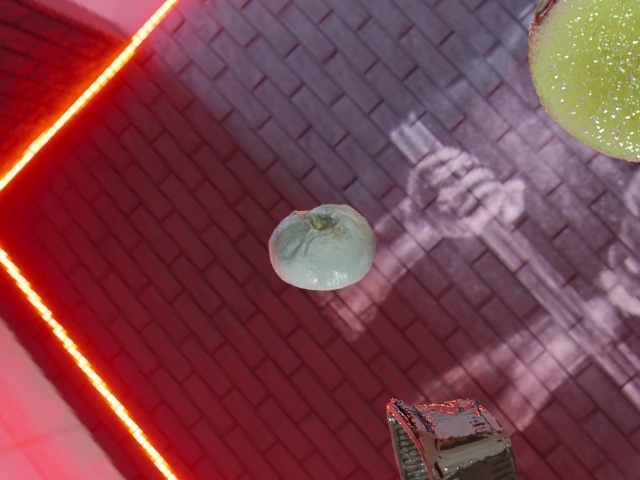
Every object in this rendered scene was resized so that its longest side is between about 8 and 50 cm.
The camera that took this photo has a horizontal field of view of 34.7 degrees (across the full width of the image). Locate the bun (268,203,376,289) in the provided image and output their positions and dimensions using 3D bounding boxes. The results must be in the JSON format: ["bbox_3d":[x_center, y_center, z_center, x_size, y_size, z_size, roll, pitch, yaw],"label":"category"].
[{"bbox_3d":[0.000,0.000,1.308,0.141,0.141,0.083,-120,16,-51],"label":"bun"}]

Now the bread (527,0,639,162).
[{"bbox_3d":[0.299,-0.169,0.915,0.228,0.228,0.033,45,-147,-9],"label":"bread"}]

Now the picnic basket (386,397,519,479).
[{"bbox_3d":[0.194,0.349,1.375,0.222,0.129,0.297,-130,25,-73],"label":"picnic basket"}]
